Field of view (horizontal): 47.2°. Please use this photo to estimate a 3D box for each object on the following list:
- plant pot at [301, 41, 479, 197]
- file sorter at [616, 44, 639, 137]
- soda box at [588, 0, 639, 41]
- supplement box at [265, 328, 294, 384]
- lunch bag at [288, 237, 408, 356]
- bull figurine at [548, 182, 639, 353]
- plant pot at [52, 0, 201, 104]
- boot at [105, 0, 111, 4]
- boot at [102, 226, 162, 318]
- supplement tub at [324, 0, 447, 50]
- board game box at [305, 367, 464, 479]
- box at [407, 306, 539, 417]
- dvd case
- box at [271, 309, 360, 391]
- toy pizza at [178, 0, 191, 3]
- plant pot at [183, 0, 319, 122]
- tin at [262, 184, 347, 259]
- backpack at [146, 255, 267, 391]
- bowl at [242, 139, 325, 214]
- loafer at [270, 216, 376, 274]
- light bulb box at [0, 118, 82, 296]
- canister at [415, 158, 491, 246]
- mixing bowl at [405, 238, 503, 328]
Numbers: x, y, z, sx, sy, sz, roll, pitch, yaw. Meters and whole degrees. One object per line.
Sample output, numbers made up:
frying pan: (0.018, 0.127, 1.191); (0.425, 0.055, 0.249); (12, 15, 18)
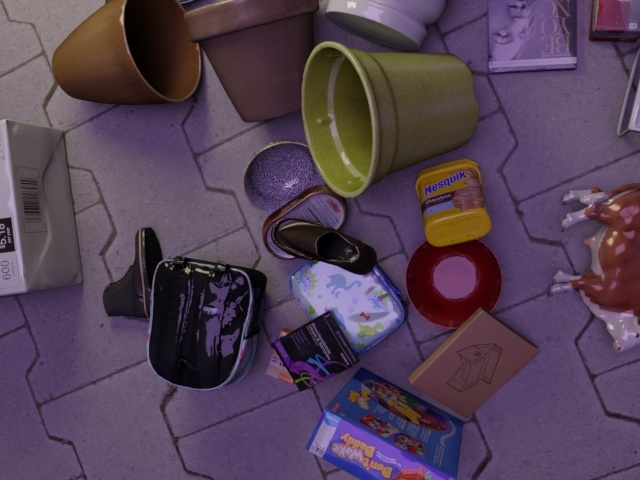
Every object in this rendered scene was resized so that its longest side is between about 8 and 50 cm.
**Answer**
plant pot: (0.137, -0.235, 1.338); (0.254, 0.276, 0.276); (-14, 87, -24)
file sorter: (0.685, -0.248, 1.271); (0.278, 0.173, 0.192); (13, 93, 12)
soda box: (0.554, -0.504, 1.343); (0.092, 0.083, 0.263); (6, 92, 12)
supplement box: (-0.066, 0.240, 1.517); (0.062, 0.036, 0.098); (20, 95, 12)
lunch bag: (0.060, 0.112, 1.459); (0.176, 0.090, 0.219); (-39, 82, 11)
bull figurine: (0.528, 0.046, 1.348); (0.188, 0.101, 0.310); (8, 93, 14)
plant pot: (-0.419, -0.376, 1.506); (0.254, 0.237, 0.237); (-8, 89, 26)
boot: (-0.435, -0.584, 1.535); (0.082, 0.106, 0.219); (37, 111, 34)
boot: (-0.415, 0.074, 1.578); (0.137, 0.077, 0.197); (-4, 89, 18)
supplement tub: (0.150, -0.536, 1.359); (0.228, 0.228, 0.316); (21, 96, 12)
board game box: (0.130, 0.347, 1.316); (0.233, 0.347, 0.078); (26, 97, 11)
box: (0.289, 0.235, 1.388); (0.164, 0.021, 0.201); (34, 109, -25)
dvd case: (0.407, -0.436, 1.410); (0.165, 0.018, 0.221); (0, 91, 12)
box: (-0.012, 0.218, 1.435); (0.162, 0.029, 0.116); (-34, 86, 37)
toy pizza: (-0.293, -0.601, 1.555); (0.201, 0.032, 0.201); (0, 92, 17)
plant pot: (-0.108, -0.360, 1.430); (0.263, 0.263, 0.229); (-12, 106, 13)
tin: (-0.032, -0.034, 1.484); (0.190, 0.040, 0.106); (-35, 117, 11)
backpack: (-0.228, 0.170, 1.473); (0.225, 0.191, 0.253); (8, 85, 15)
bowl: (-0.079, -0.142, 1.478); (0.170, 0.080, 0.170); (-8, 129, -10)
loafer: (0.000, 0.000, 1.396); (0.220, 0.078, 0.080); (15, 81, 21)
light bulb box: (-0.744, -0.050, 1.570); (0.361, 0.225, 0.358); (-8, 89, 12)
canister: (0.247, -0.071, 1.370); (0.126, 0.170, 0.073); (-14, 126, 12)
mixing bowl: (0.258, 0.073, 1.410); (0.181, 0.098, 0.181); (0, 91, 14)
